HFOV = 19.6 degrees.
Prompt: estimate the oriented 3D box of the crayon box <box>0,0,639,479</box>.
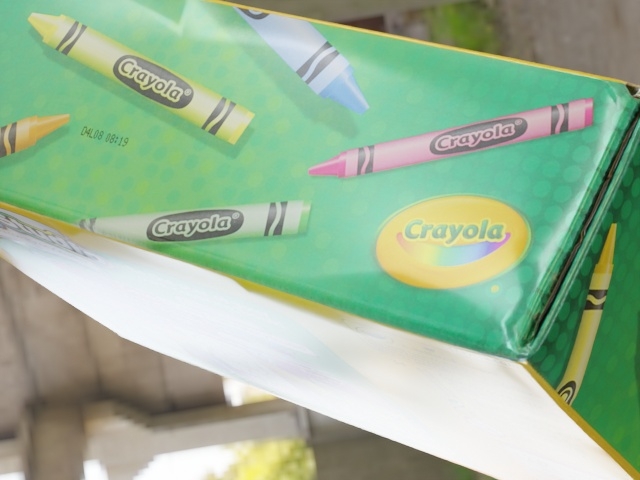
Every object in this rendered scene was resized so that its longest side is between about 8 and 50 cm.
[{"bbox_3d":[0.000,0.000,0.591,0.165,0.278,0.081,41,-109,-50],"label":"crayon box"}]
